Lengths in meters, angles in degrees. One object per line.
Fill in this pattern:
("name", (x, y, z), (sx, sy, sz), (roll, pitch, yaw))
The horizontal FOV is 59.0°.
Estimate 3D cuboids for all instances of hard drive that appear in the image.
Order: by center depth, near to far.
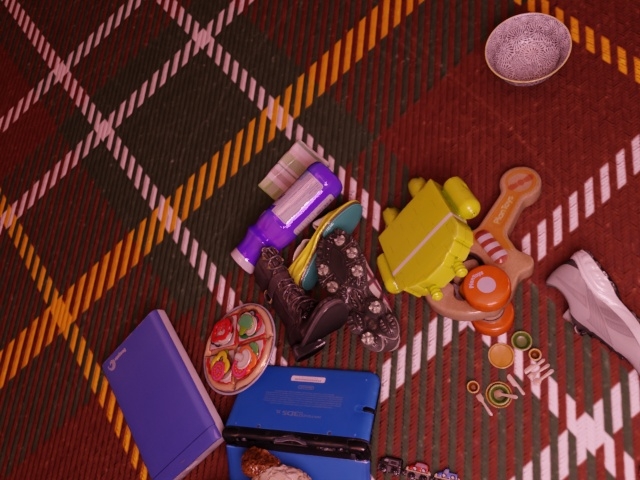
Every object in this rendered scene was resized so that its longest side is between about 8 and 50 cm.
("hard drive", (-0.343, 0.339, 1.215), (0.210, 0.040, 0.319), (-45, 63, 18))

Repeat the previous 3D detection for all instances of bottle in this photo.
("bottle", (-0.076, -0.048, 1.243), (0.283, 0.118, 0.092), (-45, 91, 1))

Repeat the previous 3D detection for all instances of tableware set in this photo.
("tableware set", (0.344, 0.243, 1.052), (0.154, 0.024, 0.104), (-36, 64, 5))

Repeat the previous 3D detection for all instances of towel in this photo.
("towel", (-0.064, -0.155, 1.328), (0.152, 0.023, 0.113), (-48, 64, -1))

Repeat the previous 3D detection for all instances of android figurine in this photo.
("android figurine", (0.198, -0.003, 1.075), (0.248, 0.056, 0.273), (-51, 32, 23))

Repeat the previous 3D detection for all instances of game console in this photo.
("game console", (-0.028, 0.403, 1.123), (0.293, 0.173, 0.250), (0, 41, 18))

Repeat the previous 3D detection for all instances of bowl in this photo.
("bowl", (0.440, -0.390, 1.206), (0.170, 0.080, 0.170), (-6, 71, 17))

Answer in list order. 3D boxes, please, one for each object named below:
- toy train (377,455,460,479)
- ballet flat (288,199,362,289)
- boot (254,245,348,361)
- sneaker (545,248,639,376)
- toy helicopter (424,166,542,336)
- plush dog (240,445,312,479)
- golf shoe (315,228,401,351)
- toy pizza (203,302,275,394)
("toy train", (0.184, 0.427, 1.043), (0.158, 0.027, 0.036), (6, 63, 21))
("ballet flat", (0.000, 0.000, 1.229), (0.077, 0.077, 0.231), (30, 85, 43))
("boot", (-0.060, 0.107, 1.128), (0.091, 0.263, 0.229), (-20, 68, -29))
("sneaker", (0.506, 0.150, 0.999), (0.108, 0.100, 0.272), (-37, 60, 19))
("toy helicopter", (0.316, -0.006, 1.113), (0.234, 0.140, 0.355), (23, 70, 33))
("plush dog", (-0.096, 0.497, 0.989), (0.262, 0.210, 0.225), (36, 89, 13))
("golf shoe", (0.076, 0.105, 1.142), (0.105, 0.120, 0.273), (-31, 63, 12))
("toy pizza", (-0.179, 0.224, 1.195), (0.201, 0.032, 0.201), (-21, 51, 29))
